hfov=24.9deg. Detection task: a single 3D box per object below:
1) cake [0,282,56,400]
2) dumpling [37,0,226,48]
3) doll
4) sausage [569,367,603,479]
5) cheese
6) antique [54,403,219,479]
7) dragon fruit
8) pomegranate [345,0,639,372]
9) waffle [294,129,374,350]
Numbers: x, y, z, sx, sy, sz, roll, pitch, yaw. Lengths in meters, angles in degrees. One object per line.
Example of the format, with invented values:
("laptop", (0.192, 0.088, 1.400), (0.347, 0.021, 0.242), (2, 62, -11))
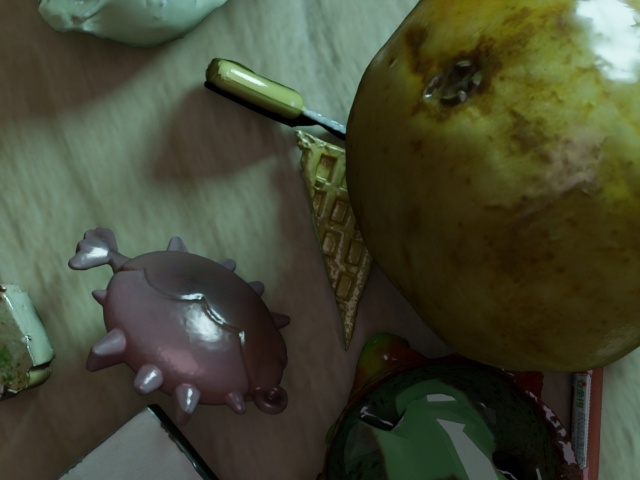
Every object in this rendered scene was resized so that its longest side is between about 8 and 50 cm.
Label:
("cake", (-0.368, 0.124, 1.429), (0.225, 0.090, 0.109), (-23, 89, 14))
("dumpling", (-0.186, -0.261, 1.441), (0.111, 0.181, 0.155), (-54, 55, 29))
("doll", (-0.131, 0.075, 1.380), (0.262, 0.211, 0.093), (34, 130, 11))
("sausage", (0.267, 0.173, 1.459), (0.034, 0.034, 0.253), (3, 85, -3))
("cheese", (-0.036, -0.136, 1.450), (0.162, 0.086, 0.036), (24, 91, -15))
("antique", (-0.166, 0.255, 1.374), (0.146, 0.148, 0.152), (-39, 88, -6))
("dragon fruit", (0.119, 0.222, 1.395), (0.268, 0.130, 0.295), (-35, 83, 5))
("pomegranate", (0.221, -0.059, 1.328), (0.410, 0.410, 0.410), (0, 86, -3))
("waffle", (0.000, 0.000, 1.452), (0.125, 0.032, 0.191), (21, 83, -11))
